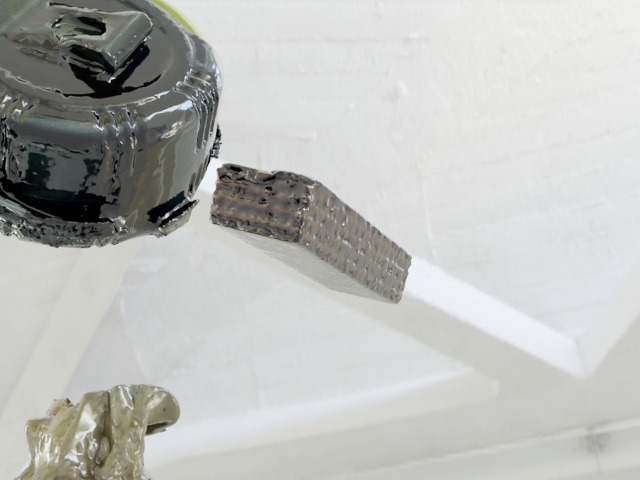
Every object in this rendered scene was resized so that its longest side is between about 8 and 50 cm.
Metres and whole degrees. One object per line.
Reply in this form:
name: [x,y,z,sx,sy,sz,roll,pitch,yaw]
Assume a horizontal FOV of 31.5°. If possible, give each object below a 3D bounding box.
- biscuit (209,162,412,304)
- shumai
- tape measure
biscuit: [0.000,0.000,1.270,0.107,0.388,0.073,12,-99,22]
shumai: [-0.293,0.320,1.513,0.267,0.314,0.262,15,-84,14]
tape measure: [-0.144,-0.087,0.650,0.186,0.199,0.112,20,-47,1]
